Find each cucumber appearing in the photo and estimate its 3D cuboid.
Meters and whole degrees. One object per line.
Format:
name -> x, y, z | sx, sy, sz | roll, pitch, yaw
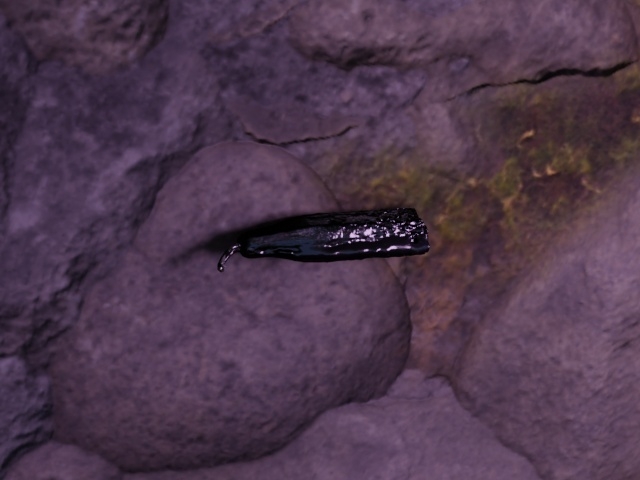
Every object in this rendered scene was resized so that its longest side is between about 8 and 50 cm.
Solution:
cucumber -> 0.000, 0.000, 1.231 | 0.163, 0.043, 0.039 | -3, 154, -19
